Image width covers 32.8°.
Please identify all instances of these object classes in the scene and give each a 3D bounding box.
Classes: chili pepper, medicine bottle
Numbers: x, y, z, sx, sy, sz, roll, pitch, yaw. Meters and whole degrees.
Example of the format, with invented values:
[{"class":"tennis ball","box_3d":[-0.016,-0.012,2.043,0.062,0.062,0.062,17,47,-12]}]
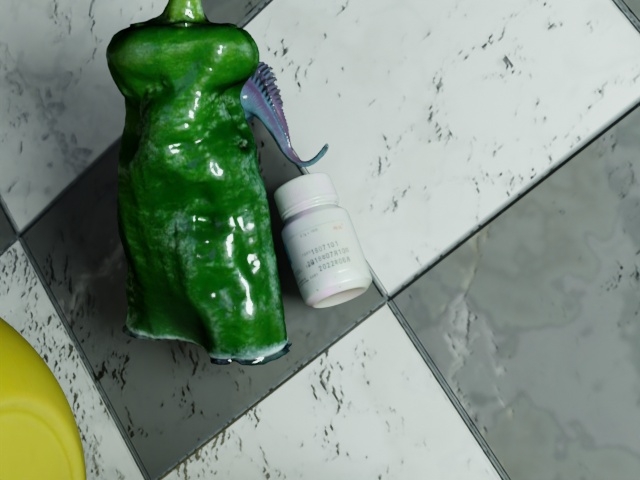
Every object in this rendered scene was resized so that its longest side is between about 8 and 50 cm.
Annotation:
[{"class":"chili pepper","box_3d":[-0.091,-0.053,0.773,0.136,0.099,0.270,17,118,45]},{"class":"medicine bottle","box_3d":[0.000,0.000,0.782,0.052,0.052,0.089,-25,74,23]}]

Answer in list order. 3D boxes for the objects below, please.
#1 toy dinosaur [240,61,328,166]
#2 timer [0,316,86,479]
[{"class":"toy dinosaur","box_3d":[-0.071,-0.106,0.833,0.197,0.045,0.080,39,108,28]},{"class":"timer","box_3d":[-0.379,0.187,0.789,0.387,0.376,0.376,-4,83,21]}]
